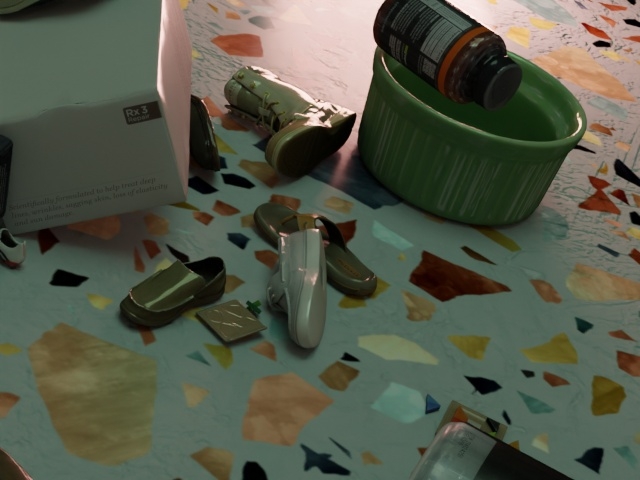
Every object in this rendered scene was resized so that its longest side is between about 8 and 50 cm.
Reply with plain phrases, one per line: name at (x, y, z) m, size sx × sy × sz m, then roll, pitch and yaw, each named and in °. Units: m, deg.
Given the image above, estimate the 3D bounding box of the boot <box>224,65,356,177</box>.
boot at (-0.063, -0.163, 1.968) m, size 0.165 × 0.077 × 0.213 m, roll 30°, pitch 27°, yaw 15°

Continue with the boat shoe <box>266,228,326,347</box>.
boat shoe at (-0.030, 0.053, 1.669) m, size 0.063 × 0.066 × 0.184 m, roll -8°, pitch 44°, yaw 9°

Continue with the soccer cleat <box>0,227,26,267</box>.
soccer cleat at (-0.351, -0.002, 1.587) m, size 0.083 × 0.036 × 0.029 m, roll 28°, pitch 32°, yaw 12°

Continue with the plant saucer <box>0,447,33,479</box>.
plant saucer at (-0.350, 0.232, 1.220) m, size 0.278 × 0.041 × 0.278 m, roll 14°, pitch 32°, yaw -9°

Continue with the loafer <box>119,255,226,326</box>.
loafer at (-0.158, 0.049, 1.604) m, size 0.056 × 0.050 × 0.148 m, roll 35°, pitch 34°, yaw 23°

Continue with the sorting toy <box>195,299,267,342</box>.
sorting toy at (-0.088, 0.086, 1.623) m, size 0.083 × 0.012 × 0.062 m, roll -17°, pitch 42°, yaw -40°

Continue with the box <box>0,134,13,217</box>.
box at (-0.434, -0.044, 1.504) m, size 0.153 × 0.108 × 0.207 m, roll 27°, pitch 43°, yaw 11°

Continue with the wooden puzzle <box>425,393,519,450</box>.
wooden puzzle at (0.164, 0.202, 1.587) m, size 0.116 × 0.014 × 0.078 m, roll 22°, pitch 31°, yaw 3°

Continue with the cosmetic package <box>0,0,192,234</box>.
cosmetic package at (-0.269, -0.186, 1.741) m, size 0.217 × 0.156 × 0.385 m, roll -10°, pitch 35°, yaw 5°

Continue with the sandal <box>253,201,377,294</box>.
sandal at (0.000, 0.000, 1.774) m, size 0.180 × 0.049 × 0.072 m, roll 36°, pitch 34°, yaw 25°

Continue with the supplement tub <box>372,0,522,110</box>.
supplement tub at (0.167, -0.246, 1.912) m, size 0.106 × 0.106 × 0.198 m, roll -15°, pitch 46°, yaw -44°

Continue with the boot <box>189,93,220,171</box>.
boot at (-0.204, -0.151, 1.894) m, size 0.106 × 0.082 × 0.219 m, roll -17°, pitch 46°, yaw -16°

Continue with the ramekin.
ramekin at (0.196, -0.152, 2.029) m, size 0.303 × 0.148 × 0.303 m, roll 15°, pitch 31°, yaw -9°

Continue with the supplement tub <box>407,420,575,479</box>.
supplement tub at (0.206, 0.307, 1.273) m, size 0.316 × 0.194 × 0.193 m, roll 27°, pitch 32°, yaw 13°

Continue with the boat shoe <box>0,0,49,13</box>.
boat shoe at (-0.334, -0.313, 1.762) m, size 0.233 × 0.084 × 0.079 m, roll -7°, pitch -2°, yaw 25°
